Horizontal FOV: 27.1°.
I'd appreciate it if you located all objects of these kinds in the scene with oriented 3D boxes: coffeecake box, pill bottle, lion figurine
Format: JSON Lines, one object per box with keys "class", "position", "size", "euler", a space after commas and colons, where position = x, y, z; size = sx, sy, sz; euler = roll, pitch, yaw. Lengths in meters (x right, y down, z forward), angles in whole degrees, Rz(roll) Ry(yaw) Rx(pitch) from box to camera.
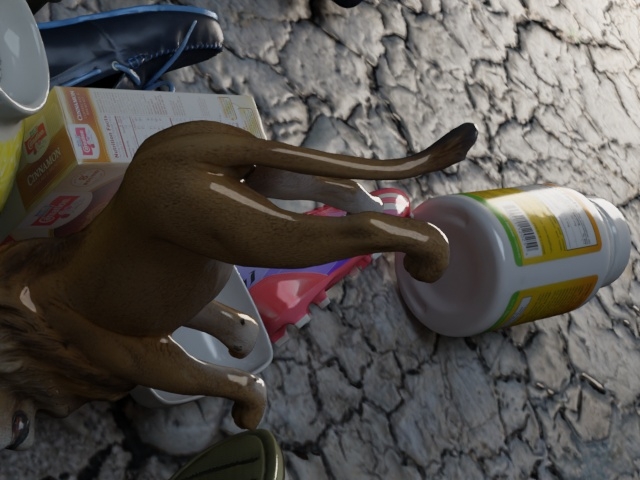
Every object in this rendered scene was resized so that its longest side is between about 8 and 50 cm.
{"class": "coffeecake box", "position": [-0.154, -0.054, 1.040], "size": [0.185, 0.142, 0.068], "euler": [-3, 66, -43]}
{"class": "pill bottle", "position": [0.202, 0.013, 1.324], "size": [0.246, 0.136, 0.136], "euler": [-8, 70, -45]}
{"class": "lion figurine", "position": [-0.101, 0.013, 0.858], "size": [0.240, 0.392, 0.142], "euler": [23, 39, -25]}

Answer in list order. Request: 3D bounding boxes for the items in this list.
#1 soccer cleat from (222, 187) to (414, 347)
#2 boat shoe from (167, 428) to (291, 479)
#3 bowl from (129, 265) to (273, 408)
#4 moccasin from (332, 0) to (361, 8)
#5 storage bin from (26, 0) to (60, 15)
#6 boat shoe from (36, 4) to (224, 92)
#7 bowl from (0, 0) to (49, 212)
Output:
{"class": "soccer cleat", "position": [0.000, 0.000, 1.196], "size": [0.095, 0.083, 0.248], "euler": [48, 45, 0]}
{"class": "boat shoe", "position": [-0.058, 0.237, 0.840], "size": [0.103, 0.113, 0.302], "euler": [60, 15, -21]}
{"class": "bowl", "position": [-0.120, 0.064, 1.061], "size": [0.142, 0.053, 0.142], "euler": [-17, 77, -46]}
{"class": "moccasin", "position": [-0.006, -0.407, 1.410], "size": [0.138, 0.117, 0.342], "euler": [-2, 75, 0]}
{"class": "storage bin", "position": [-0.255, -0.239, 1.107], "size": [0.098, 0.091, 0.135], "euler": [18, 54, -33]}
{"class": "boat shoe", "position": [-0.193, -0.133, 1.107], "size": [0.258, 0.109, 0.089], "euler": [-17, 83, -30]}
{"class": "bowl", "position": [-0.273, -0.112, 0.867], "size": [0.289, 0.156, 0.289], "euler": [-19, 90, -77]}
